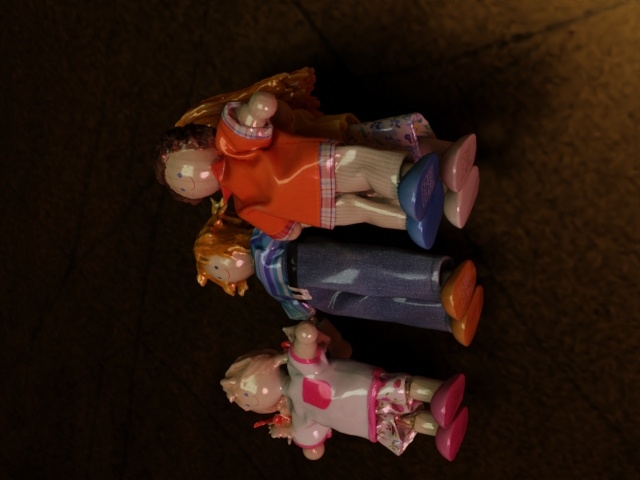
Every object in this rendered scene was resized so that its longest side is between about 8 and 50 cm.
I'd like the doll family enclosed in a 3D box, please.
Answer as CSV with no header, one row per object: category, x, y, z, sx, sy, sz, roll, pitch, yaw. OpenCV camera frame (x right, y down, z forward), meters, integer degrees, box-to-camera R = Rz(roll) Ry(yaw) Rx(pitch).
doll family,0.000,0.000,0.711,0.163,0.118,0.263,10,138,20
